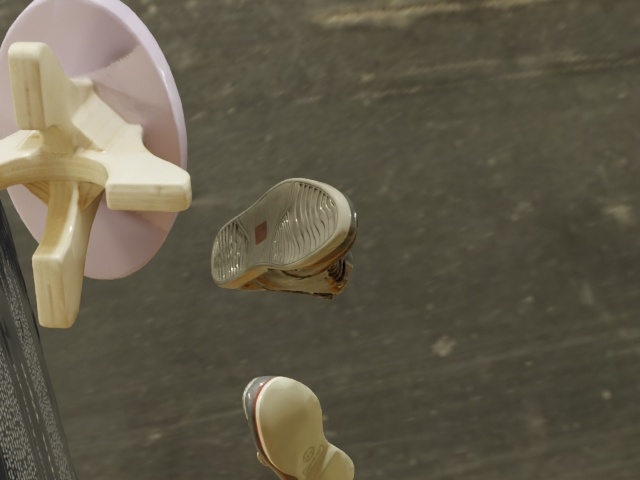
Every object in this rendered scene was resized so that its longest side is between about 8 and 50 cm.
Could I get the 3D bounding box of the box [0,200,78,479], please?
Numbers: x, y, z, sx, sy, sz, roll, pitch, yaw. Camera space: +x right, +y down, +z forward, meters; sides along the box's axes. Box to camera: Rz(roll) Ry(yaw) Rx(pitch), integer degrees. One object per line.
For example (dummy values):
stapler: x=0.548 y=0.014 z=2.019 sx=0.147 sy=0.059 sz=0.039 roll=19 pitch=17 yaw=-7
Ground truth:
box: x=-0.248 y=0.105 z=0.550 sx=0.343 sy=0.312 sz=0.179 roll=-15 pitch=92 yaw=-6

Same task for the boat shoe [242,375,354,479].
boat shoe: x=-0.021 y=0.120 z=1.146 sx=0.049 sy=0.043 sz=0.137 roll=-52 pitch=145 yaw=-14

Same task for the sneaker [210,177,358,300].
sneaker: x=0.000 y=0.000 z=1.687 sx=0.118 sy=0.222 sz=0.083 roll=9 pitch=76 yaw=-29

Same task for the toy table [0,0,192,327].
toy table: x=-0.217 y=-0.066 z=1.606 sx=0.161 sy=0.252 sz=0.274 roll=-66 pitch=144 yaw=-62
